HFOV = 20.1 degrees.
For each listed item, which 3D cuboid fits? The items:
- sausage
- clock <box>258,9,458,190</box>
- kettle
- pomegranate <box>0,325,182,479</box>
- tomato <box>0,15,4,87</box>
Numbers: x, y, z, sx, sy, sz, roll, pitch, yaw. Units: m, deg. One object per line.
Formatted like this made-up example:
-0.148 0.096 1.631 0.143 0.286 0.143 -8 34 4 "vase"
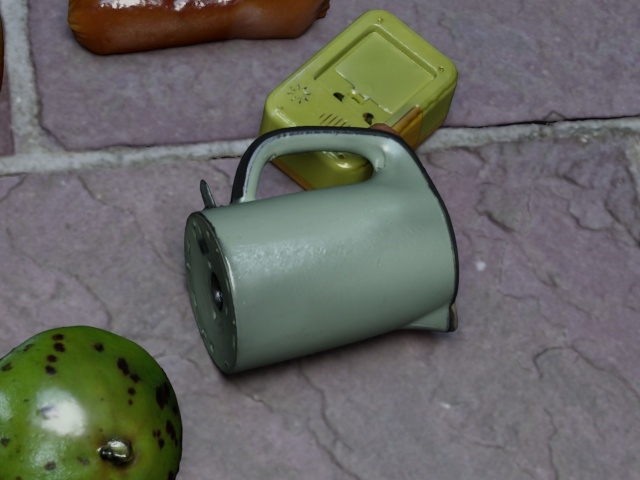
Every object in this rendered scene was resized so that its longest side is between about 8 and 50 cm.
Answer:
-0.136 -0.263 2.020 0.300 0.089 0.083 -7 53 -14 "sausage"
0.041 -0.143 1.971 0.143 0.096 0.202 41 62 13 "clock"
0.000 0.000 1.819 0.255 0.165 0.240 -12 85 -16 "kettle"
-0.242 0.180 1.682 0.211 0.211 0.263 -35 25 -26 "pomegranate"
-0.474 -0.183 1.823 0.303 0.239 0.303 4 62 -8 "tomato"
